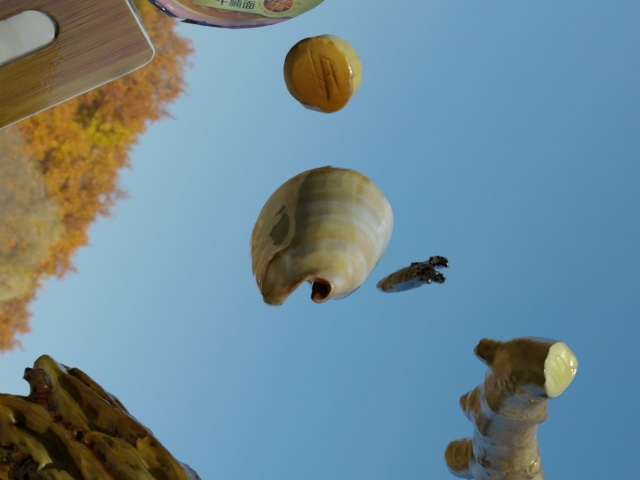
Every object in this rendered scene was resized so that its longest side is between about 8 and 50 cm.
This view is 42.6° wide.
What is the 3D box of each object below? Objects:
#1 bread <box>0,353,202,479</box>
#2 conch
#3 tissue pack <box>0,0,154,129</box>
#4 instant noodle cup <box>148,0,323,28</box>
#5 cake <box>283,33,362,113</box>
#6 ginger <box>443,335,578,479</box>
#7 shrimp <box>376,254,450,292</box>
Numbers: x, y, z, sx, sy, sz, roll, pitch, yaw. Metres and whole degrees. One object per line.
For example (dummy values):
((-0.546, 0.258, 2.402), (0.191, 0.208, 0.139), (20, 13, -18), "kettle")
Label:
((-0.239, 0.308, 0.784), (0.278, 0.167, 0.324), (31, -55, 33), "bread")
((0.000, -0.012, 0.860), (0.255, 0.159, 0.127), (-80, 171, -79), "conch")
((-0.277, -0.179, 0.608), (0.246, 0.159, 0.135), (-25, -117, -1), "tissue pack")
((-0.098, -0.410, 0.943), (0.244, 0.244, 0.254), (-25, -119, 47), "instant noodle cup")
((0.002, -0.177, 0.872), (0.084, 0.084, 0.044), (-37, -174, 35), "cake")
((0.185, 0.179, 0.786), (0.065, 0.118, 0.298), (-48, 155, -33), "ginger")
((0.129, 0.038, 1.072), (0.091, 0.034, 0.161), (-31, -175, -19), "shrimp")
